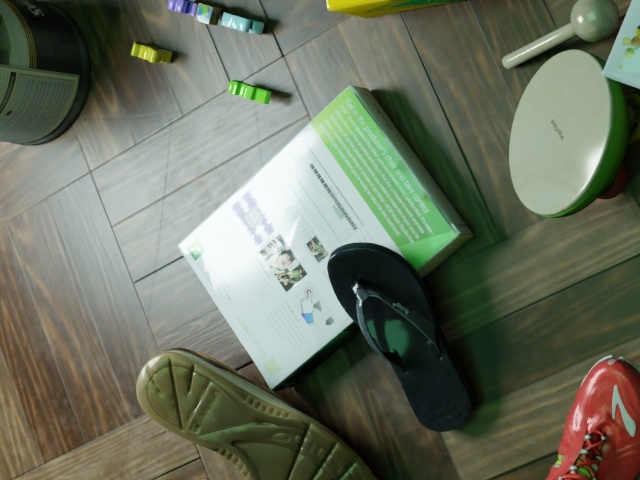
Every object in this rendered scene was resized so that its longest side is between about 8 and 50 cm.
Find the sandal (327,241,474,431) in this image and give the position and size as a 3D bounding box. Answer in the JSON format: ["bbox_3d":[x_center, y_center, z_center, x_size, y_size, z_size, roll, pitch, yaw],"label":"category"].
[{"bbox_3d":[0.098,0.110,1.701,0.097,0.054,0.254,-33,94,22],"label":"sandal"}]

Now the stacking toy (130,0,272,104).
[{"bbox_3d":[-0.131,-0.285,1.864,0.221,0.052,0.166,22,103,24],"label":"stacking toy"}]

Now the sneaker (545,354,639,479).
[{"bbox_3d":[0.294,0.264,1.605,0.107,0.118,0.279,20,100,26],"label":"sneaker"}]

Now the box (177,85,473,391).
[{"bbox_3d":[0.000,0.000,1.794,0.322,0.058,0.232,-41,73,24],"label":"box"}]

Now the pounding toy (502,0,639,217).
[{"bbox_3d":[0.300,-0.132,1.606,0.183,0.110,0.236,-39,47,53],"label":"pounding toy"}]

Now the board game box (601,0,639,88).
[{"bbox_3d":[0.410,-0.285,1.474,0.098,0.224,0.303,24,101,25],"label":"board game box"}]

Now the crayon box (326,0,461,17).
[{"bbox_3d":[0.148,-0.461,1.675,0.313,0.106,0.362,-6,89,28],"label":"crayon box"}]

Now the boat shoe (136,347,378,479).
[{"bbox_3d":[-0.065,0.239,1.800,0.342,0.123,0.123,31,101,2],"label":"boat shoe"}]

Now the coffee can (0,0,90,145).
[{"bbox_3d":[-0.464,-0.230,1.912,0.202,0.275,0.201,1,91,28],"label":"coffee can"}]
